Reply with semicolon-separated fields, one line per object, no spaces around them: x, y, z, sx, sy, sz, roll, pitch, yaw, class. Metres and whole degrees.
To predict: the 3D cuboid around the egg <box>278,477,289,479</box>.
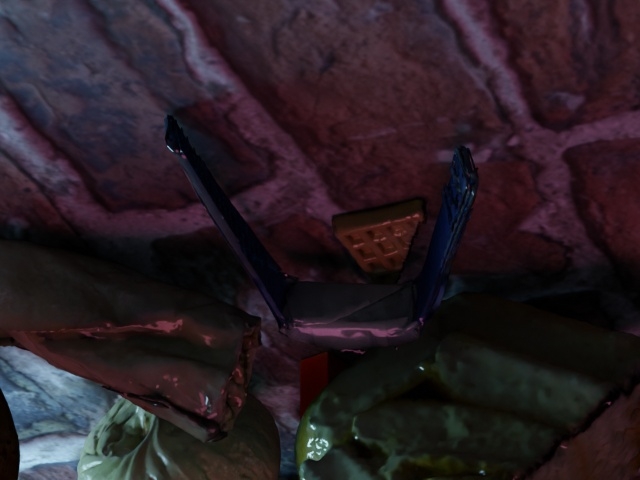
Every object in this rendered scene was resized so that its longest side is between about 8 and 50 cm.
-0.058;0.420;2.105;0.201;0.337;0.337;-35;136;23;egg

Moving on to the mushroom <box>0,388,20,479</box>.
-0.440;0.161;1.683;0.345;0.345;0.239;17;103;-26;mushroom

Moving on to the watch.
-0.012;0.002;1.565;0.276;0.068;0.274;7;145;-2;watch

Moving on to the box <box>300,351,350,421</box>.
0.038;0.199;1.899;0.048;0.100;0.152;-22;143;28;box

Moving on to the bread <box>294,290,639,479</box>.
0.152;0.193;1.725;0.395;0.264;0.239;-40;144;-16;bread

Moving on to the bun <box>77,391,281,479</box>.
-0.160;0.240;1.862;0.244;0.244;0.153;-9;130;15;bun

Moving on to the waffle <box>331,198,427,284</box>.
0.080;0.012;1.657;0.098;0.023;0.152;-10;146;19;waffle

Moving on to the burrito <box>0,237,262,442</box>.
-0.223;0.084;1.670;0.332;0.135;0.190;20;177;0;burrito
